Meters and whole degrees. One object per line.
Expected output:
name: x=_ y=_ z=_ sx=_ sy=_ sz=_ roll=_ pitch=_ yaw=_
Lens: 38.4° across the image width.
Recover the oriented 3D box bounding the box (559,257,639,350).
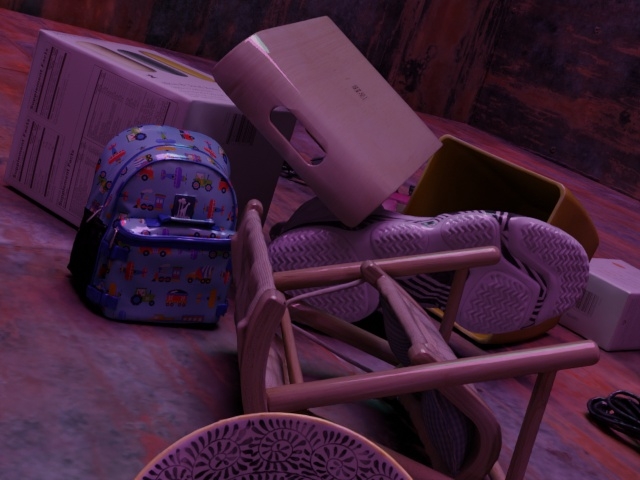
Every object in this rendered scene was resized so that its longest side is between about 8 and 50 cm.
box: x=0.427 y=0.090 z=1.333 sx=0.171 sy=0.091 sz=0.130 roll=5 pitch=19 yaw=-41

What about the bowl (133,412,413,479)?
bowl: x=-0.025 y=0.179 z=0.453 sx=0.170 sy=0.080 sz=0.170 roll=4 pitch=60 yaw=-6

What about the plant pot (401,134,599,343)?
plant pot: x=0.240 y=0.012 z=1.215 sx=0.187 sy=0.212 sz=0.212 roll=19 pitch=10 yaw=-45

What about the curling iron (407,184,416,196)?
curling iron: x=0.173 y=-0.072 z=1.740 sx=0.068 sy=0.035 sz=0.274 roll=18 pitch=13 yaw=16

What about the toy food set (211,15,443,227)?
toy food set: x=0.015 y=-0.141 z=1.065 sx=0.219 sy=0.092 sz=0.306 roll=48 pitch=27 yaw=-1

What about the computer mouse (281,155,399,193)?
computer mouse: x=0.036 y=-0.136 z=1.753 sx=0.262 sy=0.060 sz=0.184 roll=18 pitch=14 yaw=-3

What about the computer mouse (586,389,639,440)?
computer mouse: x=0.441 y=0.203 z=0.978 sx=0.272 sy=0.072 sz=0.188 roll=9 pitch=16 yaw=-31

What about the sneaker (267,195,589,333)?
sneaker: x=0.110 y=0.011 z=1.068 sx=0.366 sy=0.137 sz=0.210 roll=0 pitch=16 yaw=-5

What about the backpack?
backpack: x=-0.149 y=-0.018 z=0.894 sx=0.158 sy=0.173 sz=0.117 roll=10 pitch=17 yaw=-31

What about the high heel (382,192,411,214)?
high heel: x=0.197 y=-0.030 z=1.528 sx=0.244 sy=0.082 sz=0.117 roll=8 pitch=23 yaw=11

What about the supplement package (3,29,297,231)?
supplement package: x=-0.209 y=-0.114 z=1.119 sx=0.263 sy=0.198 sz=0.199 roll=27 pitch=17 yaw=31

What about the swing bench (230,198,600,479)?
swing bench: x=0.045 y=0.092 z=0.756 sx=0.255 sy=0.165 sz=0.253 roll=10 pitch=16 yaw=-9
